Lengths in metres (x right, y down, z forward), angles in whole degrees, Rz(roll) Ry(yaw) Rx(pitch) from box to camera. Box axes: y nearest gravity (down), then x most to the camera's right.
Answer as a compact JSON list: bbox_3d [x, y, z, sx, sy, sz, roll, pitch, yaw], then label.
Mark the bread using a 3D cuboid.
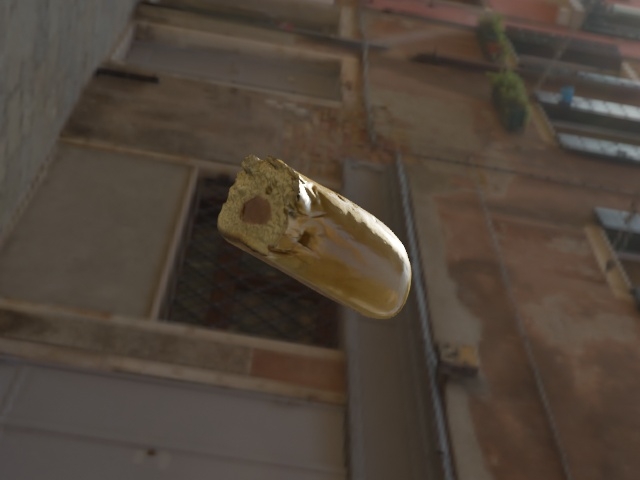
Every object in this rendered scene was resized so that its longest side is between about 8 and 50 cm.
[{"bbox_3d":[0.000,-0.002,0.934,0.134,0.173,0.085,22,-98,55],"label":"bread"}]
